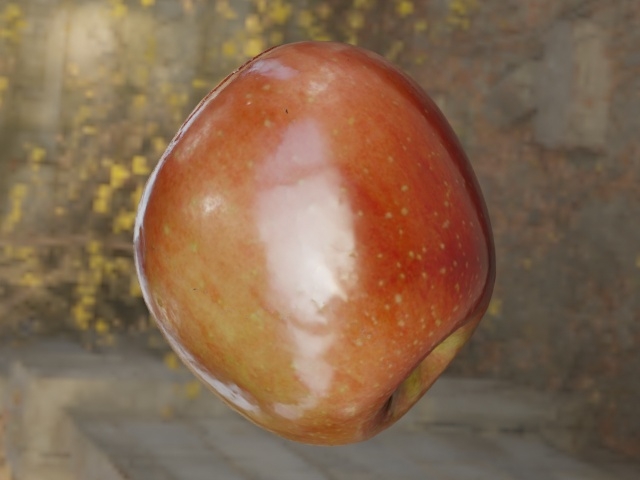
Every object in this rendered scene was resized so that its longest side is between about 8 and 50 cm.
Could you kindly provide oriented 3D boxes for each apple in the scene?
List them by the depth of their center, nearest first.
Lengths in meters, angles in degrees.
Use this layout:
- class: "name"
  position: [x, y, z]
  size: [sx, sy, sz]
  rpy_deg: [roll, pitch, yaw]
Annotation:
- class: "apple"
  position: [0.000, 0.000, 0.824]
  size: [0.168, 0.181, 0.181]
  rpy_deg: [46, 141, 16]
